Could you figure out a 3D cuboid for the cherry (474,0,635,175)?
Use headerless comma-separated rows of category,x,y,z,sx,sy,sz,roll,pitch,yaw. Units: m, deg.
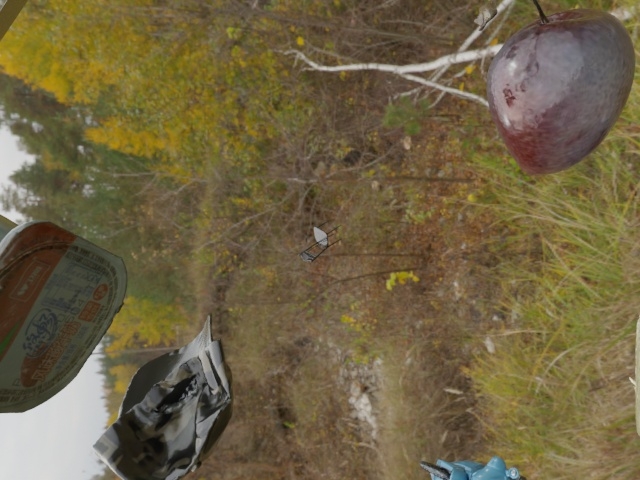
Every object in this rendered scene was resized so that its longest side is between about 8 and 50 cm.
cherry,0.179,-0.112,0.398,0.115,0.188,0.148,35,138,16

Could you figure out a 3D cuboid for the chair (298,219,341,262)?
chair,-0.001,-0.001,0.870,0.037,0.086,0.042,28,145,41

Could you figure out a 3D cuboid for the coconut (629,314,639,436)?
coconut,0.567,0.156,0.585,0.346,0.347,0.359,-165,73,-70

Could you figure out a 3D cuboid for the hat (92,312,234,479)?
hat,-0.311,0.361,1.162,0.257,0.366,0.382,53,-173,1

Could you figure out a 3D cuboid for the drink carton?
drink carton,-0.343,0.054,0.500,0.185,0.190,0.191,-66,-18,-11

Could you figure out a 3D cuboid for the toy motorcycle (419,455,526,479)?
toy motorcycle,0.312,0.460,0.899,0.182,0.272,0.123,5,67,47

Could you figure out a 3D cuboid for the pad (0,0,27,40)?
pad,-0.599,-0.490,0.980,0.266,0.002,0.176,-50,30,8
